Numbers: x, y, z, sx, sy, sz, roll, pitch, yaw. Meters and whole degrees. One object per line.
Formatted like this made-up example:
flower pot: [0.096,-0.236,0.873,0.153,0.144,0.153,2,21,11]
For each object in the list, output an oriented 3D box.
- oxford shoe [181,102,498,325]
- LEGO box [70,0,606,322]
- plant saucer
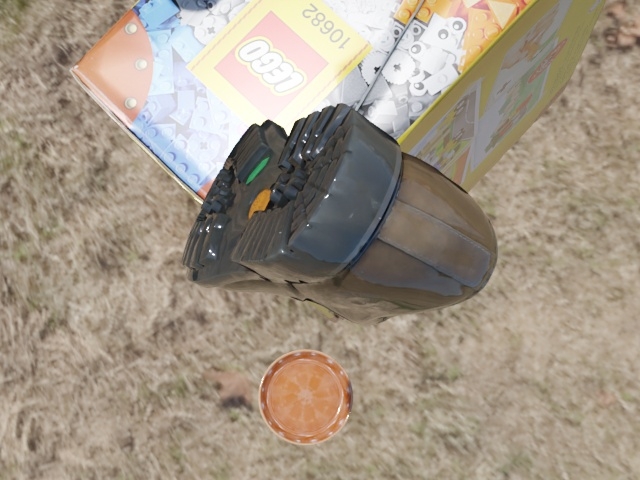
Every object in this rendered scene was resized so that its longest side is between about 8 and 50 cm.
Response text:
oxford shoe: [0.000,0.000,0.435,0.096,0.227,0.082,27,87,-20]
LEGO box: [0.055,-0.138,0.876,0.193,0.500,0.372,44,87,10]
plant saucer: [-0.013,0.138,0.883,0.084,0.013,0.083,1,80,-6]
